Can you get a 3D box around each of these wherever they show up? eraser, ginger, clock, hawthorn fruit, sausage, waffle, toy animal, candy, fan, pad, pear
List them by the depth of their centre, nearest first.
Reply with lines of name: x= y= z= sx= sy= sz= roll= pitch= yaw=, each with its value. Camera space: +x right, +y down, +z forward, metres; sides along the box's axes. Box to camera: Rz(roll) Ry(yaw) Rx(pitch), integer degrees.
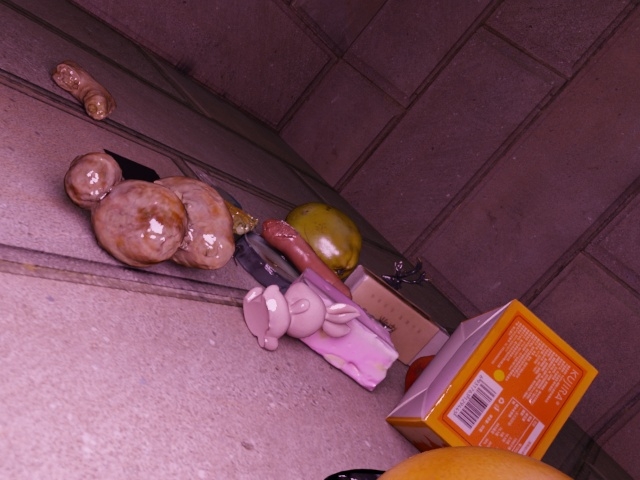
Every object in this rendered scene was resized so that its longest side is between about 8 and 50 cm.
ginger: x=-0.278 y=-0.044 z=0.988 sx=0.244 sy=0.155 sz=0.304 roll=48 pitch=12 yaw=26
toy animal: x=-0.036 y=0.135 z=1.109 sx=0.212 sy=0.124 sz=0.124 roll=3 pitch=33 yaw=-36
candy: x=0.036 y=0.186 z=1.252 sx=0.265 sy=0.116 sz=0.155 roll=39 pitch=12 yaw=-12
pad: x=-0.380 y=-0.114 z=1.319 sx=0.243 sy=0.004 sz=0.164 roll=47 pitch=13 yaw=31
hawthorn fruit: x=0.280 y=0.355 z=1.365 sx=0.157 sy=0.157 sz=0.194 roll=49 pitch=-5 yaw=36
waffle: x=-0.247 y=-0.070 z=1.388 sx=0.208 sy=0.054 sz=0.214 roll=29 pitch=8 yaw=1
sausage: x=-0.034 y=0.053 z=1.405 sx=0.304 sy=0.078 sz=0.078 roll=45 pitch=12 yaw=18
clock: x=-0.112 y=0.063 z=1.417 sx=0.226 sy=0.049 sz=0.226 roll=38 pitch=11 yaw=-9
ginger: x=-0.582 y=-0.373 z=1.477 sx=0.213 sy=0.074 sz=0.137 roll=40 pitch=19 yaw=17
eraser: x=0.194 y=0.221 z=1.579 sx=0.343 sy=0.144 sz=0.078 roll=36 pitch=10 yaw=-19
pear: x=0.000 y=0.000 z=1.631 sx=0.212 sy=0.212 sz=0.269 roll=28 pitch=18 yaw=-49
fan: x=-0.298 y=-0.145 z=1.713 sx=0.175 sy=0.005 sz=0.113 roll=40 pitch=11 yaw=-1

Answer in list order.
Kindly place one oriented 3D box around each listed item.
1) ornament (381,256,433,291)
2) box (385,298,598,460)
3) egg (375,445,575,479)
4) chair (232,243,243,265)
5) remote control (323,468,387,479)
ornament: x=0.249 y=0.167 z=1.734 sx=0.202 sy=0.236 sz=0.080 roll=37 pitch=17 yaw=-16
box: x=0.313 y=0.298 z=1.097 sx=0.214 sy=0.283 sz=0.259 roll=42 pitch=-18 yaw=6
egg: x=0.188 y=0.368 z=0.611 sx=0.351 sy=0.282 sz=0.282 roll=32 pitch=12 yaw=-8
chair: x=-0.204 y=0.018 z=1.308 sx=0.042 sy=0.037 sz=0.086 roll=15 pitch=29 yaw=-39
remote control: x=0.156 y=0.413 z=0.904 sx=0.399 sy=0.062 sz=0.144 roll=29 pitch=15 yaw=-50
